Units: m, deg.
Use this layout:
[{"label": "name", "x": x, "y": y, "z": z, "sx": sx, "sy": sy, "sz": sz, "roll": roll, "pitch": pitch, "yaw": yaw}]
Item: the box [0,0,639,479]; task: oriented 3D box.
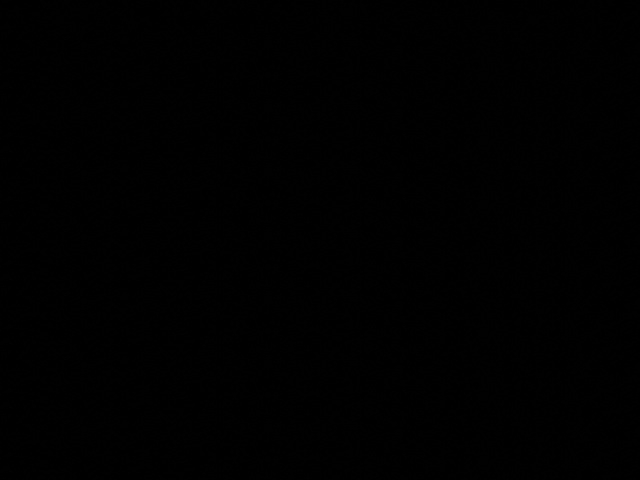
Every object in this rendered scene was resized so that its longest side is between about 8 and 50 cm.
[{"label": "box", "x": -0.029, "y": -0.017, "z": 0.094, "sx": 0.480, "sy": 0.298, "sz": 0.471, "roll": 62, "pitch": 28, "yaw": -56}]
